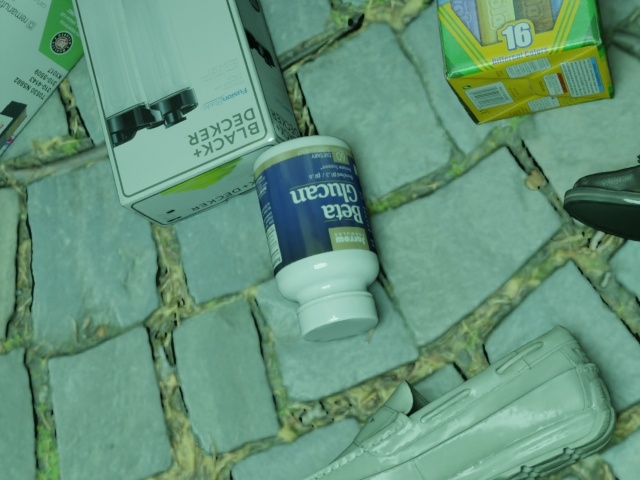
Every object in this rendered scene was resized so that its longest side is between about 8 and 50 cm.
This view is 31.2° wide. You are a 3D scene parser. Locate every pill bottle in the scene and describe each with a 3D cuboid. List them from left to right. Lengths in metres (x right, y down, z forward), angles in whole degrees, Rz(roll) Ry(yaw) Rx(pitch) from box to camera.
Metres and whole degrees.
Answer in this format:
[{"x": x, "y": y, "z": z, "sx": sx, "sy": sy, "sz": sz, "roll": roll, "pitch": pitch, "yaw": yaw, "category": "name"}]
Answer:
[{"x": 0.000, "y": 0.000, "z": 1.023, "sx": 0.094, "sy": 0.094, "sz": 0.169, "roll": -18, "pitch": 71, "yaw": 15, "category": "pill bottle"}]

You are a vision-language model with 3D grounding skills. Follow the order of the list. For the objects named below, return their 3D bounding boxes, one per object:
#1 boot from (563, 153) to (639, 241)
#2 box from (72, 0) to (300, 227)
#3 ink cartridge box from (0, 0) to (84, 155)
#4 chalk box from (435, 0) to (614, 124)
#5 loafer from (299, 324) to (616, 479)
[{"x": 0.329, "y": -0.122, "z": 0.950, "sx": 0.263, "sy": 0.091, "sz": 0.229, "roll": -5, "pitch": 69, "yaw": 15, "category": "boot"}, {"x": -0.135, "y": -0.179, "z": 1.122, "sx": 0.169, "sy": 0.087, "sz": 0.290, "roll": -21, "pitch": 70, "yaw": 14, "category": "box"}, {"x": -0.383, "y": -0.174, "z": 1.148, "sx": 0.117, "sy": 0.201, "sz": 0.278, "roll": 40, "pitch": 92, "yaw": 24, "category": "ink cartridge box"}, {"x": 0.172, "y": -0.230, "z": 1.000, "sx": 0.132, "sy": 0.132, "sz": 0.213, "roll": -9, "pitch": 74, "yaw": 18, "category": "chalk box"}, {"x": 0.082, "y": 0.172, "z": 0.947, "sx": 0.319, "sy": 0.112, "sz": 0.111, "roll": -23, "pitch": 64, "yaw": 5, "category": "loafer"}]
